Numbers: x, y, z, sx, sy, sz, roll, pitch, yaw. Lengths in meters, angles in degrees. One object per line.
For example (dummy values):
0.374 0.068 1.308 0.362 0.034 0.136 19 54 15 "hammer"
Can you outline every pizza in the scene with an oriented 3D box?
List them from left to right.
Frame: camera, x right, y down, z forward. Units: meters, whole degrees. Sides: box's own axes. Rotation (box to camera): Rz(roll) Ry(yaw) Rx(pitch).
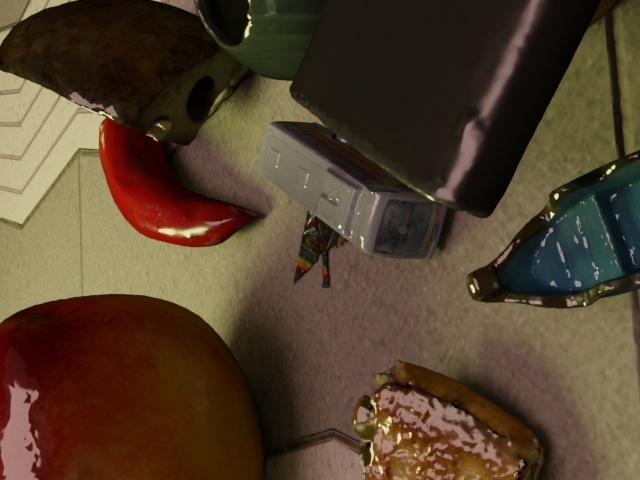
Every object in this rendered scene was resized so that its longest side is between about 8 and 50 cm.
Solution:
0.088 0.202 0.617 0.147 0.069 0.226 5 97 34 "pizza"

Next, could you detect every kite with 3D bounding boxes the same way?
0.000 0.000 0.797 0.122 0.004 0.090 -31 63 51 "kite"

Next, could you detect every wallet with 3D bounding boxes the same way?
0.115 -0.230 0.467 0.228 0.062 0.406 44 114 55 "wallet"

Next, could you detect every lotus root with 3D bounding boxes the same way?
-0.226 -0.208 0.948 0.314 0.210 0.142 26 97 35 "lotus root"

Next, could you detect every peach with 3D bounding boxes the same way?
-0.205 0.202 0.824 0.308 0.307 0.332 25 140 53 "peach"

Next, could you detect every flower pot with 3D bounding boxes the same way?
-0.018 -0.253 0.698 0.189 0.157 0.243 10 97 54 "flower pot"

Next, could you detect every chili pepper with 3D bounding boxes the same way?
-0.187 -0.078 1.020 0.137 0.092 0.368 -48 50 8 "chili pepper"

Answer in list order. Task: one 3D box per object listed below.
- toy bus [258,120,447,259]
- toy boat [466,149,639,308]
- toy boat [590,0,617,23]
0.021 -0.047 0.707 0.190 0.075 0.064 39 120 50 "toy bus"
0.165 -0.006 0.493 0.185 0.077 0.075 -35 62 50 "toy boat"
0.112 -0.157 0.563 0.229 0.089 0.088 -30 79 53 "toy boat"
